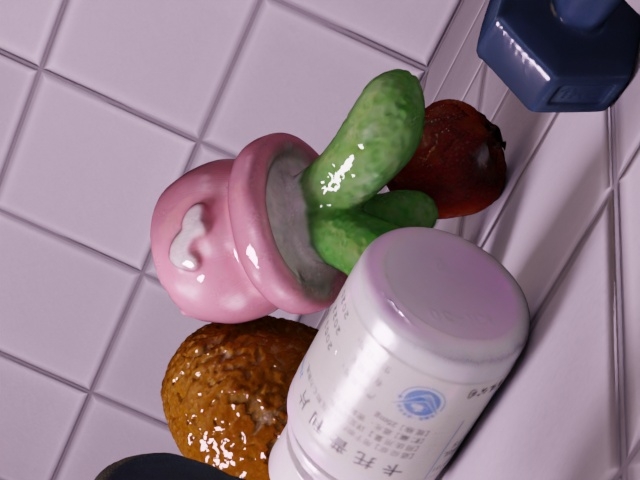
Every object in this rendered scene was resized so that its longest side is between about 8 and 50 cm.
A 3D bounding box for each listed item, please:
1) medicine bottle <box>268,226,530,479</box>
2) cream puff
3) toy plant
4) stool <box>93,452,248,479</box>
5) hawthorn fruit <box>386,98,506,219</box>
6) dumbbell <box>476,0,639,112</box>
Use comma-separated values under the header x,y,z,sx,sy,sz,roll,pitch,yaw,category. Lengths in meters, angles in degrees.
x,y,z,sx,sy,sz,roll,pitch,yaw,category
0.063,0.139,1.458,0.170,0.170,0.293,-70,7,-50,medicine bottle
-0.049,0.209,1.873,0.212,0.303,0.303,-38,9,9,cream puff
-0.007,0.001,1.763,0.211,0.356,0.317,12,-112,-63,toy plant
-0.082,0.351,1.126,0.310,0.310,0.226,-65,3,-24,stool
0.139,-0.089,1.865,0.172,0.148,0.148,-25,16,13,hawthorn fruit
0.259,-0.249,1.372,0.144,0.160,0.325,-35,-14,-30,dumbbell
